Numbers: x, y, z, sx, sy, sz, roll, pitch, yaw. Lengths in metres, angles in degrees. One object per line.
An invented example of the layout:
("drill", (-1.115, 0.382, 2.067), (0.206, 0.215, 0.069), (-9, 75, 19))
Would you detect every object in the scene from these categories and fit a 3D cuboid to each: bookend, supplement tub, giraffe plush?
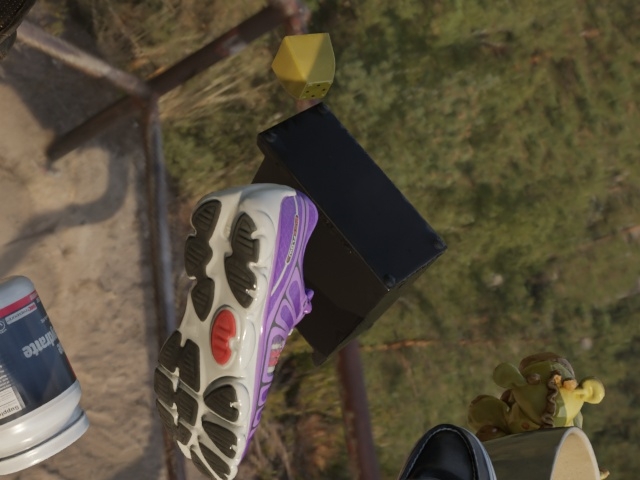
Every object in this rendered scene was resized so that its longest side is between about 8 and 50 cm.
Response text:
("bookend", (0.000, 0.000, 0.721), (0.072, 0.157, 0.156), (-32, 76, -34))
("supplement tub", (-0.501, 0.210, 1.378), (0.191, 0.191, 0.272), (-36, 107, -56))
("giraffe plush", (0.292, 0.225, 1.158), (0.210, 0.181, 0.170), (-115, -162, -59))

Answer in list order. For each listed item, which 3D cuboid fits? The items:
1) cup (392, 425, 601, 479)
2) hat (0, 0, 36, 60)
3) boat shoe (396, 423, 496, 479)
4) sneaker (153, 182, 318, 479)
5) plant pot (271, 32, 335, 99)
("cup", (0.167, 0.369, 0.948), (0.331, 0.237, 0.331), (16, 72, -60))
("hat", (-0.525, -0.319, 1.220), (0.134, 0.331, 0.331), (79, 10, -60))
("boat shoe", (0.070, 0.200, 0.573), (0.228, 0.080, 0.076), (-61, 149, -47))
("sneaker", (-0.035, 0.052, 0.449), (0.068, 0.170, 0.071), (33, 28, 33))
("plant pot", (-0.020, -0.275, 1.399), (0.081, 0.081, 0.083), (-11, 68, -25))
